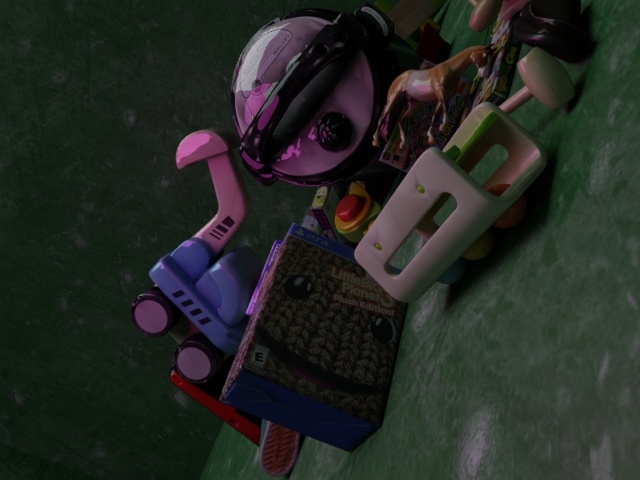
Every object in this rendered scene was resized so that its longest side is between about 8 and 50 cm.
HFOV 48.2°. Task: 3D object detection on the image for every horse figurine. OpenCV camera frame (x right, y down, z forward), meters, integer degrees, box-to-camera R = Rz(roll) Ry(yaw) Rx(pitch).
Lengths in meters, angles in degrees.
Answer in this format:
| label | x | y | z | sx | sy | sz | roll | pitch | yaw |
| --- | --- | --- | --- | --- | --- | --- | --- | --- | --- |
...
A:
| label | x | y | z | sx | sy | sz | roll | pitch | yaw |
| --- | --- | --- | --- | --- | --- | --- | --- | --- | --- |
| horse figurine | 0.179 | -0.247 | 1.260 | 0.263 | 0.066 | 0.174 | -5 | 66 | 57 |

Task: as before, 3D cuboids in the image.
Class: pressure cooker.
| label | x | y | z | sx | sy | sz | roll | pitch | yaw |
| --- | --- | --- | --- | --- | --- | --- | --- | --- | --- |
| pressure cooker | 0.021 | -0.301 | 1.526 | 0.420 | 0.376 | 0.369 | -18 | -71 | -62 |

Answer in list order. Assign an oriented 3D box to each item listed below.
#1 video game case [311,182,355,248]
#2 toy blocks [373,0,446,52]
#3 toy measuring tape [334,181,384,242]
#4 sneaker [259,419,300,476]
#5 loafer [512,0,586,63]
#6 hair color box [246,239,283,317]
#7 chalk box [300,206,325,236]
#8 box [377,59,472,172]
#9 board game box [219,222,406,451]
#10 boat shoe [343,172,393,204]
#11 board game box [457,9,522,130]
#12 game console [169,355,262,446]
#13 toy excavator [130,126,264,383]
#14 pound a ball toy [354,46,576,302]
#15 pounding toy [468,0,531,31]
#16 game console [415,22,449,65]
| label | x | y | z | sx | sy | sz | roll | pitch | yaw |
| --- | --- | --- | --- | --- | --- | --- | --- | --- | --- |
| video game case | 0.055 | -0.093 | 1.928 | 0.232 | 0.042 | 0.210 | 61 | -142 | -47 |
| toy blocks | 0.199 | -0.568 | 2.168 | 0.381 | 0.191 | 0.261 | -45 | -9 | -22 |
| toy measuring tape | 0.071 | -0.080 | 1.716 | 0.121 | 0.121 | 0.330 | -65 | 29 | 18 |
| sneaker | -0.075 | 0.374 | 1.625 | 0.121 | 0.108 | 0.302 | 160 | 131 | -76 |
| loafer | 0.299 | -0.292 | 0.933 | 0.220 | 0.080 | 0.078 | -79 | 13 | -64 |
| hair color box | -0.053 | 0.146 | 1.702 | 0.339 | 0.110 | 0.185 | 62 | -133 | -68 |
| chalk box | 0.000 | 0.000 | 2.058 | 0.213 | 0.132 | 0.132 | 103 | -172 | -53 |
| box | 0.204 | -0.229 | 1.379 | 0.036 | 0.114 | 0.207 | -95 | 27 | -77 |
| board game box | 0.000 | 0.158 | 1.185 | 0.141 | 0.232 | 0.291 | 122 | 169 | -51 |
| boat shoe | 0.148 | -0.172 | 1.824 | 0.089 | 0.105 | 0.285 | 48 | 126 | 47 |
| board game box | 0.304 | -0.314 | 1.231 | 0.136 | 0.030 | 0.259 | 121 | 171 | -64 |
| game console | -0.201 | 0.329 | 1.830 | 0.060 | 0.342 | 0.386 | -49 | 13 | 22 |
| toy excavator | -0.238 | 0.028 | 1.625 | 0.445 | 0.433 | 0.222 | -43 | 1 | 20 |
| pound a ball toy | 0.197 | -0.063 | 0.914 | 0.208 | 0.136 | 0.319 | -41 | -9 | -32 |
| pounding toy | 0.292 | -0.466 | 1.154 | 0.154 | 0.155 | 0.269 | -44 | 26 | 43 |
| game console | 0.263 | -0.446 | 1.798 | 0.124 | 0.085 | 0.144 | 127 | 166 | -65 |
